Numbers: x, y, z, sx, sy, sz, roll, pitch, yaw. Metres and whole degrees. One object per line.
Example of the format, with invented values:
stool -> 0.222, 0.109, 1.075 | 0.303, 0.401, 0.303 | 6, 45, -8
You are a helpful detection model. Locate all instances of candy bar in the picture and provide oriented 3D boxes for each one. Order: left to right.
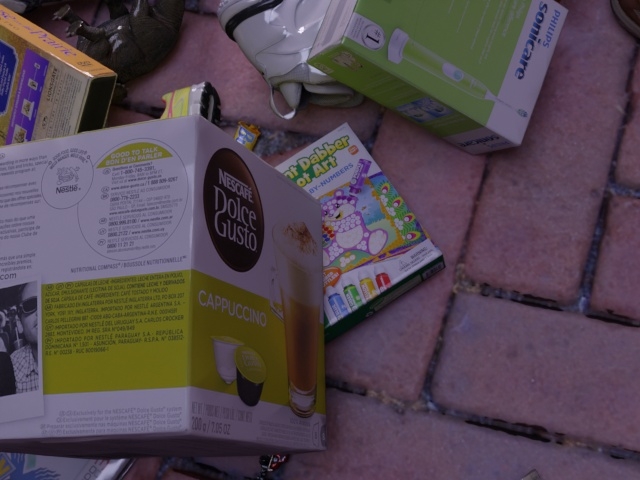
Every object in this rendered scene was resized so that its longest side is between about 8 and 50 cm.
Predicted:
candy bar -> -0.132, -0.099, 1.419 | 0.040, 0.018, 0.161 | 26, 79, -9

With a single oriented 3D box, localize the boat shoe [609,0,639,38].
boat shoe -> 0.520, -0.267, 1.280 | 0.324, 0.116, 0.123 | 38, 85, 15

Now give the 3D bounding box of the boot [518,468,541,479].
boot -> 0.304, 0.346, 1.174 | 0.213, 0.077, 0.165 | -29, 68, 3

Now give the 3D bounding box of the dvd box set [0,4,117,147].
dvd box set -> -0.503, -0.196, 1.425 | 0.420, 0.062, 0.307 | 31, 118, 19

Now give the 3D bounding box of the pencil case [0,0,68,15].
pencil case -> -0.357, -0.448, 1.496 | 0.410, 0.160, 0.183 | -15, 56, 7

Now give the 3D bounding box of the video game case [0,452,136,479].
video game case -> -0.407, 0.243, 1.373 | 0.329, 0.036, 0.300 | 34, 83, 19

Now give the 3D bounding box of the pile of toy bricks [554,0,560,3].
pile of toy bricks -> 0.379, -0.402, 1.374 | 0.105, 0.118, 0.212 | 32, 64, -10

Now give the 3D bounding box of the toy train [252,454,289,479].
toy train -> -0.058, 0.280, 1.293 | 0.036, 0.027, 0.158 | 16, 78, 12

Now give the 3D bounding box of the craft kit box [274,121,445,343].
craft kit box -> 0.000, 0.000, 1.334 | 0.250, 0.061, 0.246 | -33, 63, -2

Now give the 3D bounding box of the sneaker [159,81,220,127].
sneaker -> -0.208, -0.130, 1.425 | 0.094, 0.081, 0.208 | 1, 69, 21

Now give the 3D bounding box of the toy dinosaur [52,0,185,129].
toy dinosaur -> -0.292, -0.301, 1.467 | 0.313, 0.160, 0.121 | -46, 42, -16

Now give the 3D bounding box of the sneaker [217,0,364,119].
sneaker -> 0.053, -0.319, 1.394 | 0.366, 0.137, 0.210 | -25, 78, 1

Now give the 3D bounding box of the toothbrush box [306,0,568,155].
toothbrush box -> 0.156, -0.268, 1.285 | 0.283, 0.122, 0.206 | 24, 79, -19

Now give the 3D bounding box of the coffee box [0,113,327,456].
coffee box -> -0.211, 0.078, 1.156 | 0.338, 0.337, 0.334 | -7, 73, 22
